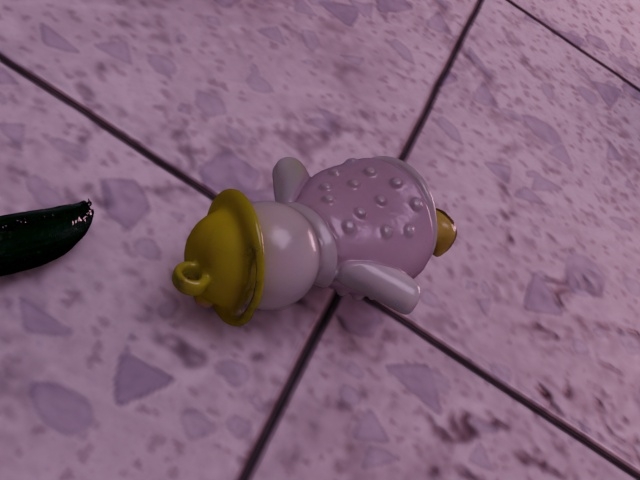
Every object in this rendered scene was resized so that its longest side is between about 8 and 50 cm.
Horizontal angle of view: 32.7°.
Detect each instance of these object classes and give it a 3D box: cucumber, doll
[{"bbox_3d":[-0.179,0.008,0.525,0.184,0.036,0.033,-19,74,-45],"label":"cucumber"},{"bbox_3d":[0.000,0.000,0.631,0.207,0.081,0.129,-16,54,-42],"label":"doll"}]
